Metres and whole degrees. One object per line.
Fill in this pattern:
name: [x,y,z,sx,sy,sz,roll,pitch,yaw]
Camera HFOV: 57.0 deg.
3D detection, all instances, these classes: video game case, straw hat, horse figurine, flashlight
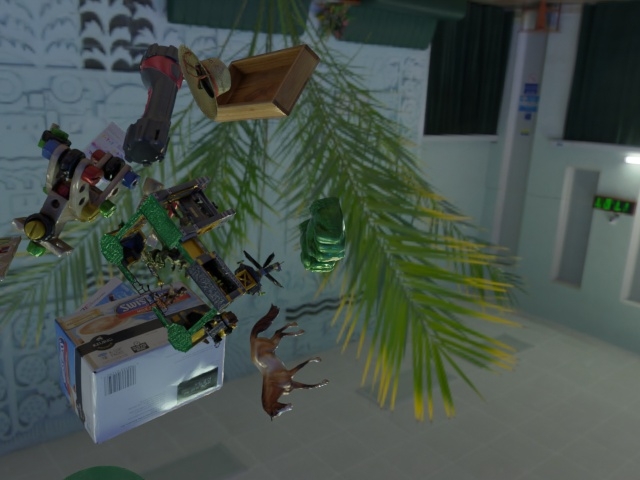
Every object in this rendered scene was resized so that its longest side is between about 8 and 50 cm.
video game case: [-0.658,0.280,1.892,0.269,0.061,0.244,34,-117,20]
straw hat: [-0.200,-0.300,1.084,0.061,0.144,0.144,-29,-152,-22]
horse figurine: [-0.099,0.286,1.414,0.174,0.066,0.263,-20,-118,-21]
flashlight: [-0.352,-0.287,1.241,0.103,0.103,0.304,8,-126,-9]

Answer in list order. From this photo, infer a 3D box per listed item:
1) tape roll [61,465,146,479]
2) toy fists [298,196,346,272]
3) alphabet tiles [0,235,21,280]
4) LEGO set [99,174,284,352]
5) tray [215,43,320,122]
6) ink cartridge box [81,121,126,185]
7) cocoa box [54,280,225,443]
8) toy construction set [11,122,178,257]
tape roll: [-0.529,0.707,1.394,0.321,0.321,0.077,-7,154,-33]
toy fists: [0.000,0.000,1.496,0.096,0.142,0.279,-10,165,-16]
alphabet tiles: [-0.629,0.041,0.905,0.285,0.011,0.342,-7,-162,-19]
LEGO set: [-0.243,0.034,1.160,0.331,0.255,0.192,45,-147,8]
tray: [-0.190,-0.466,1.787,0.076,0.202,0.411,37,164,-35]
ink cartridge box: [-0.535,-0.212,1.466,0.092,0.143,0.090,44,169,-24]
cocoa box: [-0.444,0.287,1.470,0.347,0.231,0.228,-17,-142,-39]
toy construction set: [-0.478,-0.061,1.234,0.309,0.237,0.257,27,-174,-23]
